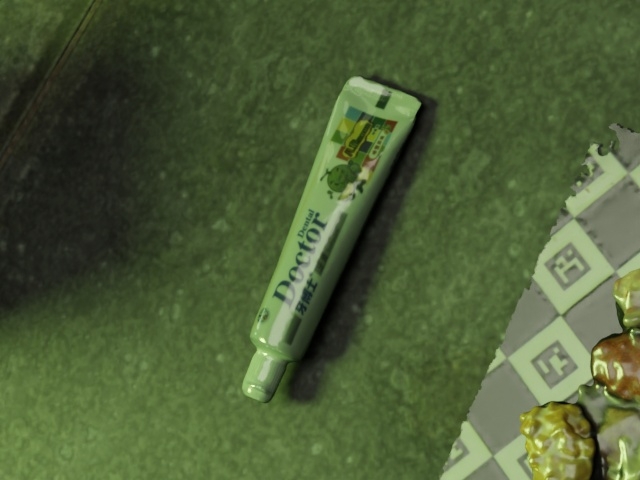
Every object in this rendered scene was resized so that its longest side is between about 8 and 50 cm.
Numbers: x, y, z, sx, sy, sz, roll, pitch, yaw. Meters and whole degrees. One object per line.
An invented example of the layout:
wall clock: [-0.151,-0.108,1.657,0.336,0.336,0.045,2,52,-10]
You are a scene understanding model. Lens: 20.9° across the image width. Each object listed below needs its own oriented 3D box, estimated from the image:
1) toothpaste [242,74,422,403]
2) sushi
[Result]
toothpaste: [0.000,0.000,1.288,0.067,0.037,0.255,21,84,27]
sushi: [0.232,0.086,1.152,0.264,0.050,0.290,27,91,27]
